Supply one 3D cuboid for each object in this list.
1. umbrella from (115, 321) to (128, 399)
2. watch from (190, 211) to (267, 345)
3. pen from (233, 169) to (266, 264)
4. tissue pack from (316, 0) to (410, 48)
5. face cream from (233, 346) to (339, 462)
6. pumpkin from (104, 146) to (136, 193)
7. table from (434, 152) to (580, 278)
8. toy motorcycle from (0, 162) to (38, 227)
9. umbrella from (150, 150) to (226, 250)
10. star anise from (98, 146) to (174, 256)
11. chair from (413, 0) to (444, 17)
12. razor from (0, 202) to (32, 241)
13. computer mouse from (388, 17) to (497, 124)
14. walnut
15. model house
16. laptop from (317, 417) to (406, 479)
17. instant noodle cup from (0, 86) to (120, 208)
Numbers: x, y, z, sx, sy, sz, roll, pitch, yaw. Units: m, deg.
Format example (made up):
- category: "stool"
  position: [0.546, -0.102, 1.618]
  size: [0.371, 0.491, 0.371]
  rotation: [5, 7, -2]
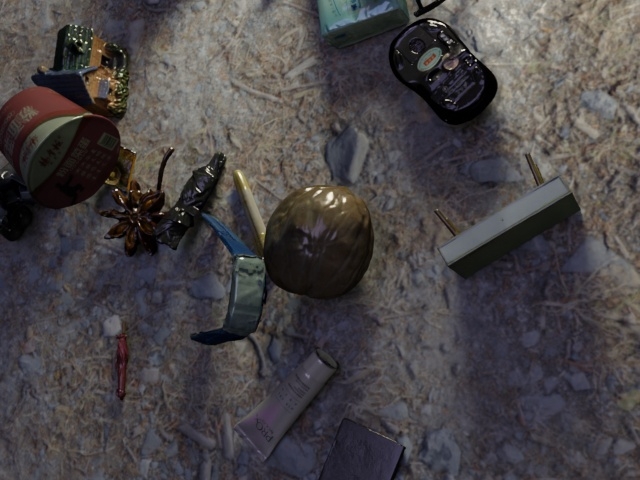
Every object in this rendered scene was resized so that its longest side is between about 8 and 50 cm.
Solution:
- category: "umbrella"
  position: [-0.423, 0.256, 1.775]
  size: [0.027, 0.025, 0.165]
  rotation: [-2, 77, 1]
- category: "watch"
  position: [-0.177, 0.061, 1.616]
  size: [0.274, 0.068, 0.276]
  rotation: [159, 115, -64]
- category: "pen"
  position: [-0.139, -0.044, 1.718]
  size: [0.040, 0.032, 0.233]
  rotation: [-41, 61, 36]
- category: "tissue pack"
  position: [0.070, -0.547, 1.713]
  size: [0.177, 0.089, 0.263]
  rotation: [-15, 71, 20]
- category: "face cream"
  position: [-0.063, 0.306, 1.588]
  size: [0.092, 0.058, 0.243]
  rotation: [46, 104, 21]
- category: "pumpkin"
  position: [-0.452, -0.161, 1.884]
  size: [0.073, 0.035, 0.101]
  rotation: [15, 88, 17]
- category: "table"
  position: [0.315, -0.048, 1.464]
  size: [0.240, 0.121, 0.111]
  rotation: [-32, 67, 13]
- category: "toy motorcycle"
  position: [-0.683, -0.106, 1.906]
  size: [0.159, 0.106, 0.270]
  rotation: [25, 55, 19]
- category: "umbrella"
  position: [-0.270, -0.089, 1.752]
  size: [0.066, 0.059, 0.235]
  rotation: [29, 78, 2]
- category: "star anise"
  position: [-0.367, -0.066, 1.798]
  size: [0.234, 0.073, 0.177]
  rotation: [-34, 82, 16]
- category: "chair"
  position: [0.156, -0.581, 1.599]
  size: [0.154, 0.260, 0.141]
  rotation: [-44, 36, -17]
- category: "razor"
  position: [-0.754, -0.069, 1.984]
  size: [0.148, 0.054, 0.090]
  rotation: [36, 90, 26]
- category: "computer mouse"
  position: [0.233, -0.315, 1.582]
  size: [0.137, 0.096, 0.233]
  rotation: [-43, 69, 15]
- category: "walnut"
  position: [0.000, 0.000, 1.546]
  size: [0.224, 0.224, 0.224]
  rotation: [-6, 75, 23]
- category: "model house"
  position: [-0.550, -0.388, 1.905]
  size: [0.167, 0.172, 0.182]
  rotation: [-1, 77, 25]
- category: "laptop"
  position: [0.062, 0.439, 1.520]
  size: [0.135, 0.016, 0.197]
  rotation: [21, 85, 28]
- category: "instant noodle cup"
  position: [-0.577, -0.209, 1.796]
  size: [0.178, 0.235, 0.234]
  rotation: [37, 94, 24]
